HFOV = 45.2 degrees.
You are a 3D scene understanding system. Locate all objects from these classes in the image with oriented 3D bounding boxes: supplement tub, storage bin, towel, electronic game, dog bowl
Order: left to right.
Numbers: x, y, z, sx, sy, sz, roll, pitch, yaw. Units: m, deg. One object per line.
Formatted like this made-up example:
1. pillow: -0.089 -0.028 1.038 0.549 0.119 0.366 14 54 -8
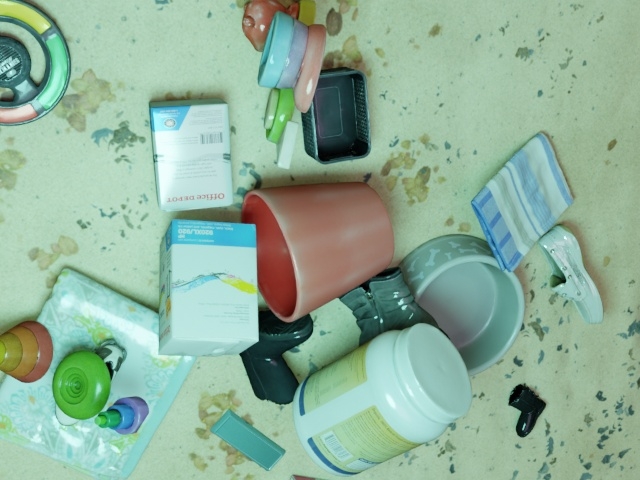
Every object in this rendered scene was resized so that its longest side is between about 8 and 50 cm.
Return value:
1. electronic game: -0.567 -0.320 1.379 0.229 0.048 0.230 -6 109 -17
2. towel: -0.462 0.287 1.565 0.320 0.090 0.375 29 96 -16
3. storage bin: 0.029 -0.257 1.575 0.122 0.084 0.180 -11 111 -15
4. supplement tub: 0.122 0.319 1.543 0.228 0.228 0.316 38 127 -25
5. dog bowl: 0.321 0.165 1.797 0.348 0.102 0.349 -5 109 -16
6. towel: 0.464 -0.088 1.744 0.285 0.034 0.209 -42 115 -27

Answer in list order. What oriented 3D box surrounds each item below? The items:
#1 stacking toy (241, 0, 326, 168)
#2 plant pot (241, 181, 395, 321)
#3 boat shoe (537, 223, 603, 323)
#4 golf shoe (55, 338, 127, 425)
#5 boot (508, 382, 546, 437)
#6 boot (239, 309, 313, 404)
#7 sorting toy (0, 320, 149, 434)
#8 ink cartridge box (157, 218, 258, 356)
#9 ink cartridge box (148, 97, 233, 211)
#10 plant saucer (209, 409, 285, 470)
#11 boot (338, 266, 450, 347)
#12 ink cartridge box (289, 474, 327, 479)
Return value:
1. stacking toy: -0.096 -0.305 1.421 0.130 0.309 0.280 12 113 -13
2. plant pot: 0.000 0.000 1.565 0.243 0.275 0.275 -17 112 -22
3. boat shoe: 0.600 0.097 1.873 0.096 0.098 0.277 -30 104 -7
4. golf shoe: -0.452 0.282 1.476 0.077 0.094 0.198 33 97 -14
5. boot: 0.520 0.436 1.980 0.099 0.045 0.121 37 86 -27
6. boot: -0.081 0.251 1.640 0.094 0.246 0.207 -48 121 -44
7. sorting toy: -0.484 0.253 1.386 0.126 0.365 0.127 16 96 -66
8. ink cartridge box: -0.223 0.099 1.505 0.168 0.171 0.233 4 70 -20
9. ink cartridge box: -0.254 -0.169 1.508 0.148 0.086 0.203 -6 110 -16
10. plant saucer: -0.165 0.468 1.782 0.067 0.018 0.192 -47 116 1
11. boot: 0.105 0.200 1.707 0.338 0.118 0.223 -35 93 32
12. ink cartridge box: 0.036 0.705 1.868 0.282 0.117 0.207 16 101 -22
